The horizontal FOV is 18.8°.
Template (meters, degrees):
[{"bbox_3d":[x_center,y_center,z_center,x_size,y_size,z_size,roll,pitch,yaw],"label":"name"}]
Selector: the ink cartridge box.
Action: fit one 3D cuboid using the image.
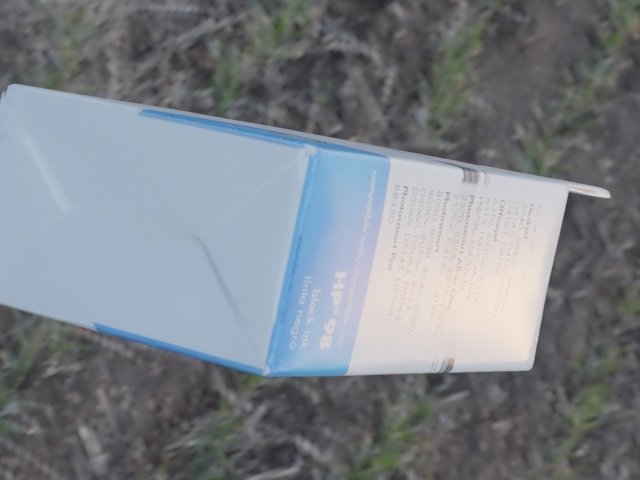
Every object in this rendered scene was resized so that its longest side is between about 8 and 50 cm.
[{"bbox_3d":[0.000,0.000,0.561,0.180,0.104,0.060,5,96,-57],"label":"ink cartridge box"}]
